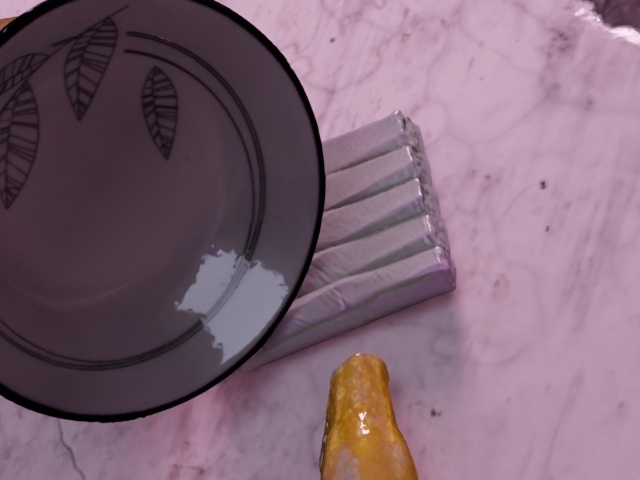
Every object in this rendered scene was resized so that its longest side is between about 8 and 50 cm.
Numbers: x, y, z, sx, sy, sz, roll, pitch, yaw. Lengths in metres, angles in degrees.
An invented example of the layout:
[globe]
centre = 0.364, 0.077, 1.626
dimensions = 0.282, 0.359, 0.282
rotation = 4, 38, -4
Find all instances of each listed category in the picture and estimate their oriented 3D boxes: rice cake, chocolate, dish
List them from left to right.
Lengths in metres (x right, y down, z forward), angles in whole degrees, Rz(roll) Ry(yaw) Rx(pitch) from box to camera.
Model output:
[dish]
centre = -0.154, -0.032, 1.171
dimensions = 0.316, 0.316, 0.106
rotation = -55, 31, -6
[rice cake]
centre = 0.000, 0.000, 1.252
dimensions = 0.198, 0.037, 0.189
rotation = -27, 52, 17
[chocolate]
centre = 0.037, 0.179, 1.106
dimensions = 0.085, 0.085, 0.219
rotation = -20, 51, 22

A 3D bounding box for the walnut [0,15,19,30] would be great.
[walnut]
centre = -0.254, -0.060, 1.329
dimensions = 0.283, 0.227, 0.283
rotation = -28, 14, 8
